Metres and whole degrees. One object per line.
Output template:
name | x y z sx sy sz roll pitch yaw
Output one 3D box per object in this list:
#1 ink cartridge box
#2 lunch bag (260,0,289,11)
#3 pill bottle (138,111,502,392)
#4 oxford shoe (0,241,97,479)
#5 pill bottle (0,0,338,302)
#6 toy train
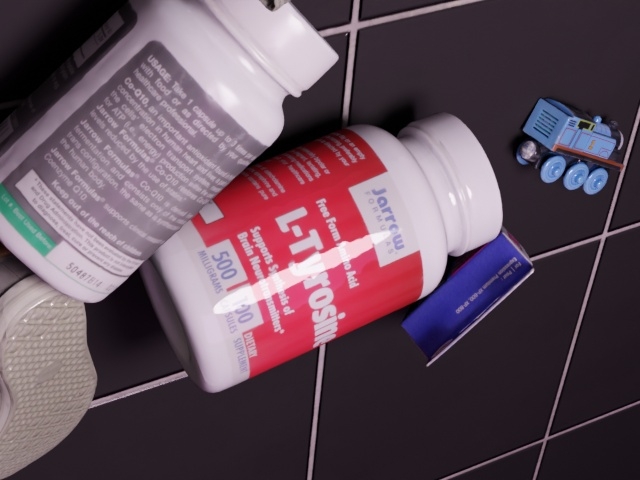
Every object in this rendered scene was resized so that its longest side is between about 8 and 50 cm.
ink cartridge box | 0.193 0.063 1.678 0.176 0.069 0.371 -43 180 7
lunch bag | -0.005 -0.391 1.117 0.235 0.169 0.287 -41 154 -31
pill bottle | 0.000 0.000 1.512 0.407 0.229 0.229 -24 138 -15
oxford shoe | -0.357 0.142 1.482 0.169 0.130 0.449 -35 158 -30
pill bottle | -0.169 -0.125 1.291 0.361 0.204 0.204 -42 140 7
toy train | 0.352 -0.129 1.761 0.184 0.080 0.105 11 115 -41
